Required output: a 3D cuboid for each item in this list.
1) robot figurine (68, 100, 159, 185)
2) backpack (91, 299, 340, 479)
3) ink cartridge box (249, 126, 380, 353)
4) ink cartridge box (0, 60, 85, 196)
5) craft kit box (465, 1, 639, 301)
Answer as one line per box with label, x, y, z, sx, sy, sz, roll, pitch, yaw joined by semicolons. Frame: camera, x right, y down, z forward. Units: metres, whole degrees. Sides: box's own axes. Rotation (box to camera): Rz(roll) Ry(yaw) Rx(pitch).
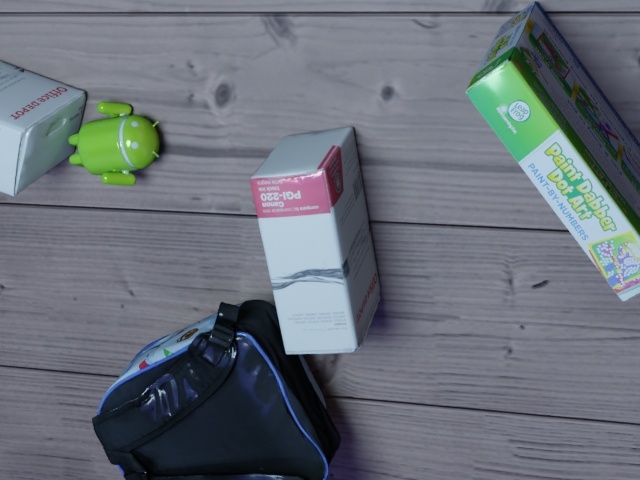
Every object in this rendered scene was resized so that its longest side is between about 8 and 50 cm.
robot figurine;-0.245;-0.115;1.285;0.115;0.067;0.101;-6;82;19
backpack;-0.132;0.213;1.322;0.263;0.213;0.277;-23;99;15
ink cartridge box;0.000;0.000;1.216;0.092;0.158;0.218;-6;111;16
ink cartridge box;-0.415;-0.151;1.264;0.219;0.160;0.093;21;118;7
craft kit box;0.253;-0.098;1.052;0.061;0.247;0.250;-34;100;25
